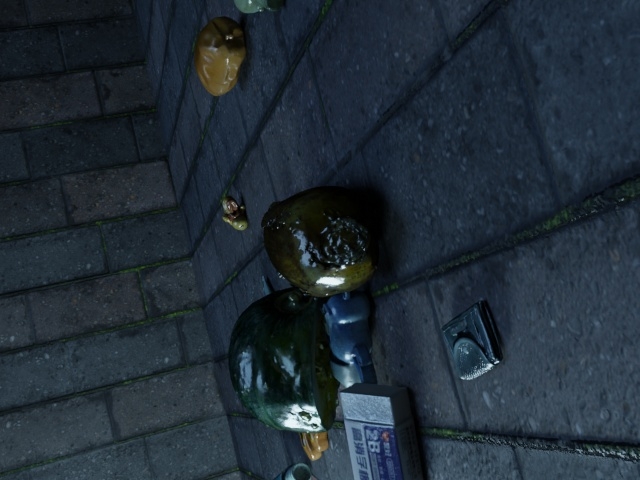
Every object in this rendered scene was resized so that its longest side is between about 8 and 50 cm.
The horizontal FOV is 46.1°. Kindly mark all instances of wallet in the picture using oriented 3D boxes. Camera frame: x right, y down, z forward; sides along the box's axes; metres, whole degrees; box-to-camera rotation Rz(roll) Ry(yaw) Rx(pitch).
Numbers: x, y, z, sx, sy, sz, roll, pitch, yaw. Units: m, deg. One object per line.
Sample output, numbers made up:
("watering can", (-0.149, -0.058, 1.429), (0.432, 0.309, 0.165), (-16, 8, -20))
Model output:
("wallet", (0.203, 0.142, 1.028), (0.129, 0.026, 0.088), (120, 136, -65))

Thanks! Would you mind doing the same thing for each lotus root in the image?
("lotus root", (0.000, 0.000, 1.342), (0.196, 0.179, 0.397), (63, 168, -6))

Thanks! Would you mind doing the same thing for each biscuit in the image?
("biscuit", (-0.058, 0.405, 1.976), (0.202, 0.047, 0.334), (115, 141, -62))

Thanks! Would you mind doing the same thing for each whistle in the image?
("whistle", (-0.145, -0.539, 1.607), (0.258, 0.067, 0.126), (-130, 32, -52))
("whistle", (0.058, 0.202, 1.438), (0.180, 0.093, 0.269), (-121, 20, -56))

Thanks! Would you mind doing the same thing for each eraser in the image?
("eraser", (0.110, 0.364, 1.334), (0.124, 0.068, 0.210), (-4, 98, 45))

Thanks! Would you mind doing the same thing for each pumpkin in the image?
("pumpkin", (-0.073, 0.233, 1.496), (0.293, 0.197, 0.263), (-70, -29, -58))

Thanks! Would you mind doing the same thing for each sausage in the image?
("sausage", (-0.255, -0.465, 1.903), (0.136, 0.120, 0.241), (59, 158, 10))

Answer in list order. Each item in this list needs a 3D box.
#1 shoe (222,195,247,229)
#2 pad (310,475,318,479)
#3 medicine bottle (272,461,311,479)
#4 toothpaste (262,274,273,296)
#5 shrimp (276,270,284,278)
("shoe", (-0.259, -0.080, 2.240), (0.069, 0.072, 0.109), (-157, 57, -75))
("pad", (-0.001, 0.746, 2.085), (0.113, 0.006, 0.187), (174, 86, -73))
("medicine bottle", (-0.085, 0.707, 2.173), (0.258, 0.124, 0.079), (122, 140, -51))
("toothpaste", (-0.132, 0.174, 2.081), (0.205, 0.036, 0.056), (-120, 23, -53))
("shrimp", (-0.080, 0.008, 1.783), (0.219, 0.046, 0.152), (121, 134, -59))
